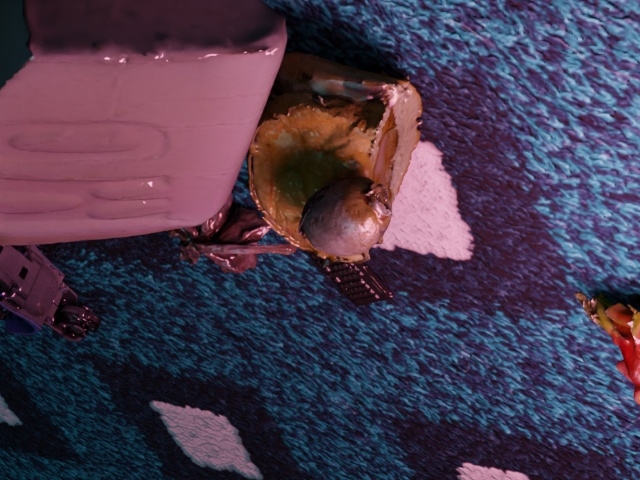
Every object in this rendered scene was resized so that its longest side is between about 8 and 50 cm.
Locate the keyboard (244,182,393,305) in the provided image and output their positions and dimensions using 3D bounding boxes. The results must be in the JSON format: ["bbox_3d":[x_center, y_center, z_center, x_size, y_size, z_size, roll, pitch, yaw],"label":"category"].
[{"bbox_3d":[0.000,0.000,1.806,0.250,0.017,0.087,48,145,-20],"label":"keyboard"}]

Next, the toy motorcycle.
[{"bbox_3d":[-0.535,0.069,2.214,0.213,0.125,0.358,0,148,36],"label":"toy motorcycle"}]

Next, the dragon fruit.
[{"bbox_3d":[0.402,0.122,1.539,0.236,0.135,0.137,43,155,18],"label":"dragon fruit"}]

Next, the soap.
[{"bbox_3d":[-0.247,-0.179,1.462,0.350,0.212,0.435,-1,155,-18],"label":"soap"}]

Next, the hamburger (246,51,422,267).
[{"bbox_3d":[-0.003,-0.109,1.571,0.211,0.132,0.308,24,144,15],"label":"hamburger"}]

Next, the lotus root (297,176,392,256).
[{"bbox_3d":[0.022,-0.024,1.483,0.088,0.088,0.165,43,150,-14],"label":"lotus root"}]

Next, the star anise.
[{"bbox_3d":[-0.149,-0.016,1.844,0.209,0.089,0.231,45,157,-29],"label":"star anise"}]
